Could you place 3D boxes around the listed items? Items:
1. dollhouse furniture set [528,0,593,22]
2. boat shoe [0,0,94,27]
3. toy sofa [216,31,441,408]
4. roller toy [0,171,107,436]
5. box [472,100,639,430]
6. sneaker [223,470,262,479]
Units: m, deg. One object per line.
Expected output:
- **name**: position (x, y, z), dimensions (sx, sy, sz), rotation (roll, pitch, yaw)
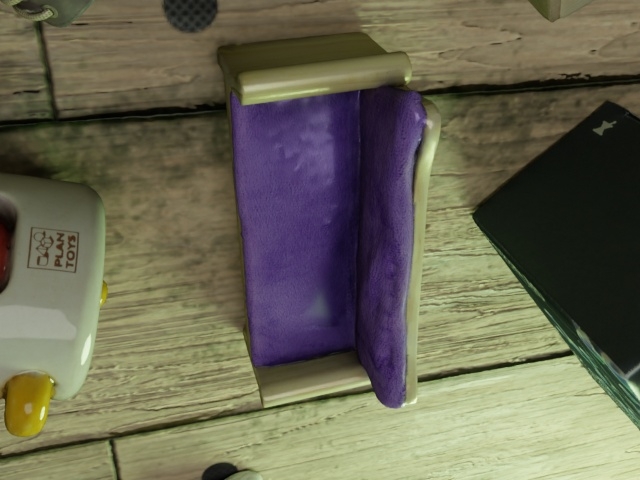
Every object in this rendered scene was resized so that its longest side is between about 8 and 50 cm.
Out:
- **dollhouse furniture set**: position (0.214, -0.372, 0.447), dimensions (0.256, 0.362, 0.394), rotation (-30, 151, 0)
- **boat shoe**: position (-0.198, -0.219, 0.525), dimensions (0.355, 0.132, 0.130), rotation (-6, 122, -14)
- **toy sofa**: position (0.000, 0.000, 0.701), dimensions (0.150, 0.177, 0.363), rotation (-9, 124, -13)
- **roller toy**: position (-0.257, 0.041, 0.625), dimensions (0.146, 0.209, 0.191), rotation (7, 110, -23)
- **box**: position (0.401, 0.092, 0.821), dimensions (0.212, 0.293, 0.395), rotation (-39, 124, 7)
- **sneaker**: position (-0.144, 0.348, 0.939), dimensions (0.152, 0.061, 0.054), rotation (-19, 127, -5)
